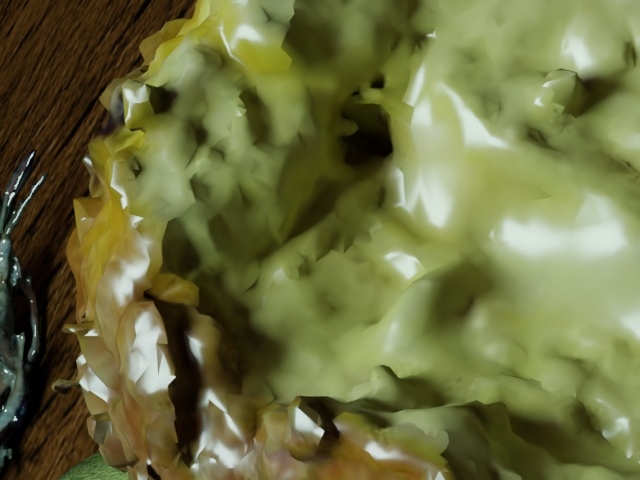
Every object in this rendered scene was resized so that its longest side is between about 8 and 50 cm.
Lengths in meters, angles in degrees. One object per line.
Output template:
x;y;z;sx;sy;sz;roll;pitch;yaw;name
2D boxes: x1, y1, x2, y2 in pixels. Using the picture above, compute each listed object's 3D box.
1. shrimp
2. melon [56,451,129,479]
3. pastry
-0.271;0.117;1.281;0.172;0.137;0.372;30;111;19;shrimp
-0.103;0.187;0.985;0.192;0.139;0.139;-30;52;39;melon
0.108;0.065;0.595;0.405;0.337;0.292;18;70;28;pastry
